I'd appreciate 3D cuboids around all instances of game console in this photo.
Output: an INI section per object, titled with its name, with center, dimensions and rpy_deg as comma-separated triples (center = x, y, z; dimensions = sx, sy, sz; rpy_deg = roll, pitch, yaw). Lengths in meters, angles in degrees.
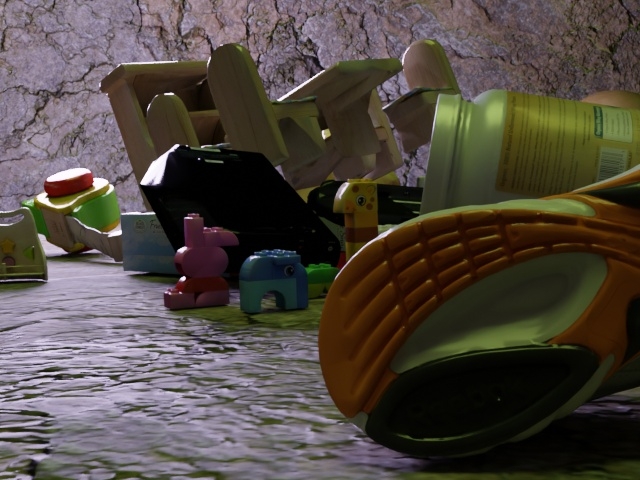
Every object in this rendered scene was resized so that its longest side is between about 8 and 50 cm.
[game console]
center = 0.021, -0.024, 0.923
dimensions = 0.361, 0.044, 0.213
rpy_deg = 3, 24, -23

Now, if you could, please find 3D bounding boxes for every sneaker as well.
[sneaker]
center = 0.133, 0.009, 0.363
dimensions = 0.263, 0.099, 0.121
rpy_deg = -12, -7, 8

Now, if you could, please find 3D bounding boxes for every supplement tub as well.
[supplement tub]
center = 0.191, -0.051, 0.839
dimensions = 0.200, 0.144, 0.144
rpy_deg = 10, 5, 6

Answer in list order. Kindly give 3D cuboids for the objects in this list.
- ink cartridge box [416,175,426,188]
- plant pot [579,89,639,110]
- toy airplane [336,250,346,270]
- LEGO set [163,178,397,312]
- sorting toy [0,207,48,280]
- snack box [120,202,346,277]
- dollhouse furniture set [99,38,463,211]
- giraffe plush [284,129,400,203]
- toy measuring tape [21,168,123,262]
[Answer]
[ink cartridge box]
center = 0.207, -0.032, 1.151
dimensions = 0.154, 0.093, 0.212
rpy_deg = 0, 4, 18
[plant pot]
center = 0.551, -0.132, 1.753
dimensions = 0.237, 0.237, 0.254
rpy_deg = -2, 18, 4
[toy airplane]
center = 0.039, 0.020, 0.925
dimensions = 0.151, 0.028, 0.151
rpy_deg = -1, 5, 0
[LEGO set]
center = 0.000, 0.000, 0.755
dimensions = 0.227, 0.093, 0.087
rpy_deg = -4, 4, -26
[sorting toy]
center = -0.320, 0.004, 0.997
dimensions = 0.083, 0.075, 0.045
rpy_deg = -2, 4, -9
[snack box]
center = -0.080, -0.004, 1.055
dimensions = 0.175, 0.070, 0.207
rpy_deg = 1, 4, 42
[dollhouse furniture set]
center = -0.082, -0.176, 1.281
dimensions = 0.362, 0.256, 0.394
rpy_deg = -14, -8, -46
[giraffe plush]
center = 0.009, -0.069, 1.503
dimensions = 0.170, 0.210, 0.181
rpy_deg = -37, 28, -16
[toy measuring tape]
center = -0.304, -0.033, 1.336
dimensions = 0.121, 0.121, 0.330
rpy_deg = -5, 12, -37
